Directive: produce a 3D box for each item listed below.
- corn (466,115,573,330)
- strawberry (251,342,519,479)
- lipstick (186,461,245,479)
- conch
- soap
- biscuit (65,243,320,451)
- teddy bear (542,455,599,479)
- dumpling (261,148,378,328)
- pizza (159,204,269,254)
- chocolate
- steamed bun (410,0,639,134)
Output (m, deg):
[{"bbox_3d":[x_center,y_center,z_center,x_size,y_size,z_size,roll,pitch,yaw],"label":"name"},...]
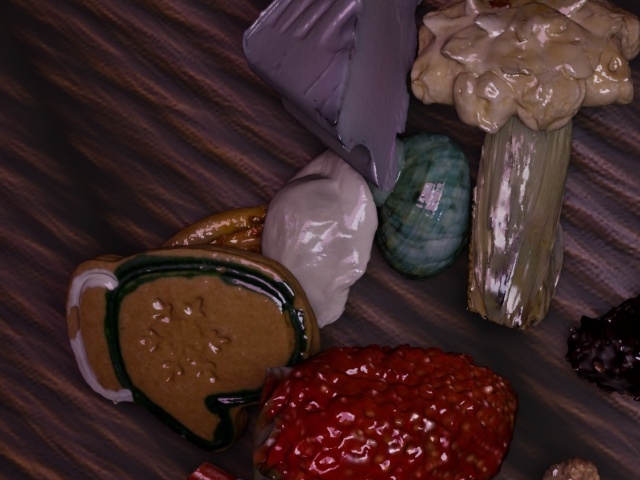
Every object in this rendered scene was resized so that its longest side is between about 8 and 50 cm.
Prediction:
[{"bbox_3d":[0.254,-0.037,1.895,0.122,0.123,0.305,6,85,9],"label":"corn"},{"bbox_3d":[0.083,0.262,1.804,0.344,0.292,0.292,-7,82,-1],"label":"strawberry"},{"bbox_3d":[-0.048,0.361,1.933,0.274,0.061,0.068,27,93,12],"label":"lipstick"},{"bbox_3d":[0.121,-0.055,1.924,0.176,0.122,0.188,-41,71,32],"label":"conch"},{"bbox_3d":[0.069,-0.239,1.868,0.258,0.159,0.302,-43,43,-2],"label":"soap"},{"bbox_3d":[-0.168,0.143,1.927,0.344,0.057,0.287,-1,109,19],"label":"biscuit"},{"bbox_3d":[0.205,0.395,1.810,0.223,0.246,0.296,13,124,-17],"label":"teddy bear"},{"bbox_3d":[0.000,0.000,1.929,0.162,0.132,0.250,6,85,51],"label":"dumpling"},{"bbox_3d":[-0.165,0.049,1.994,0.271,0.056,0.134,-29,71,7],"label":"pizza"},{"bbox_3d":[0.373,0.144,1.857,0.133,0.156,0.156,-10,81,25],"label":"chocolate"},{"bbox_3d":[0.263,-0.262,1.855,0.295,0.137,0.292,28,52,36],"label":"steamed bun"}]
